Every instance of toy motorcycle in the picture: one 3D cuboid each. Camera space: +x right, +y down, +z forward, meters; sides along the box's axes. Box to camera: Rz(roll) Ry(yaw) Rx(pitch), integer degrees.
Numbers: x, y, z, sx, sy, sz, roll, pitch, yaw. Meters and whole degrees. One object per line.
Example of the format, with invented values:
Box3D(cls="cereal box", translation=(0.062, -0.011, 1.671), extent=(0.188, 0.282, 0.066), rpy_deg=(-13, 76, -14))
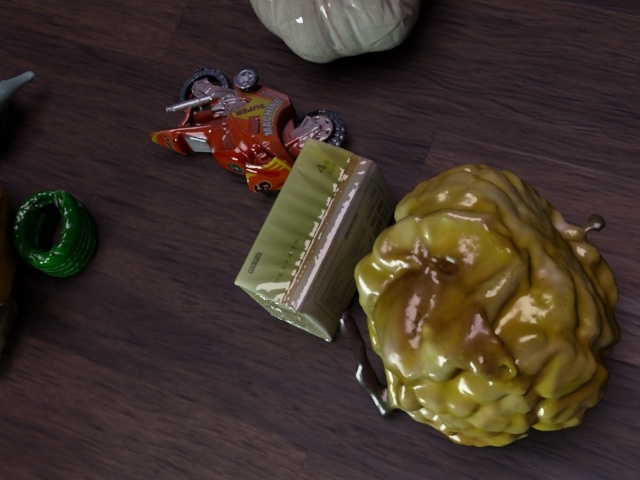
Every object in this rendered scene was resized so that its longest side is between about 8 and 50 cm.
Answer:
Box3D(cls="toy motorcycle", translation=(-0.111, -0.167, 1.466), extent=(0.298, 0.089, 0.171), rpy_deg=(22, 79, 24))

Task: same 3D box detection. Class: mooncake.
Box3D(cls="mooncake", translation=(-0.535, 0.137, 1.491), extent=(0.125, 0.073, 0.130), rpy_deg=(12, 72, 18))

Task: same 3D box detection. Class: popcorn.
Box3D(cls="popcorn", translation=(0.182, 0.097, 1.184), extent=(0.382, 0.349, 0.349), rpy_deg=(-40, 61, 28))

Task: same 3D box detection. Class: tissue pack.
Box3D(cls="tissue pack", translation=(0.000, 0.000, 1.330), extent=(0.125, 0.159, 0.234), rpy_deg=(21, 78, 23))

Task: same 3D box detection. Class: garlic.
Box3D(cls="garlic", translation=(0.017, -0.417, 1.430), extent=(0.317, 0.259, 0.317), rpy_deg=(-5, 67, 11))

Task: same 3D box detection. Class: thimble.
Box3D(cls="thimble", translation=(-0.415, -0.012, 1.502), extent=(0.118, 0.090, 0.130), rpy_deg=(9, 73, 21))

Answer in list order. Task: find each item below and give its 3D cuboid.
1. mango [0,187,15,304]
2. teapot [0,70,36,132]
Box3D(cls="mango", translation=(-0.556, 0.005, 1.455), extent=(0.199, 0.201, 0.350), rpy_deg=(-36, 42, 0))
Box3D(cls="teapot", translation=(-0.596, -0.230, 1.623), extent=(0.232, 0.159, 0.159), rpy_deg=(-14, 66, 23))
